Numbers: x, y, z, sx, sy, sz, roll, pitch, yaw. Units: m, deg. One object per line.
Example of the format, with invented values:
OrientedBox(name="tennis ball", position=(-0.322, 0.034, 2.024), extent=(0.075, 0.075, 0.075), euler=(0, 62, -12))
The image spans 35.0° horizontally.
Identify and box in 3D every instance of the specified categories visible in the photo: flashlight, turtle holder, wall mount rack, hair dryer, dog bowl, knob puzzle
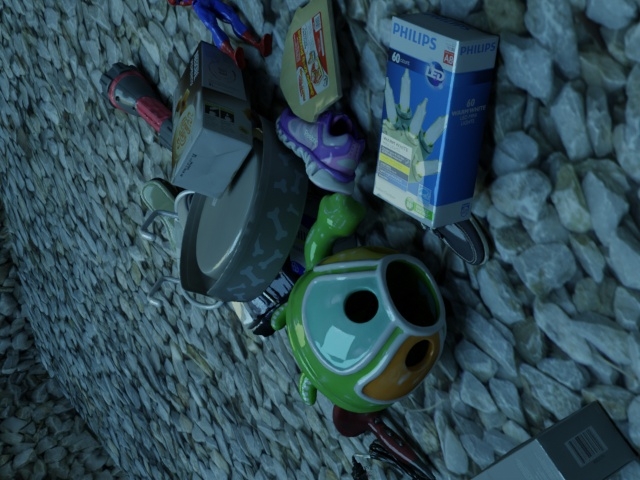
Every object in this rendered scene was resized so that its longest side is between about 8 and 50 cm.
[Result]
OrientedBox(name="flashlight", position=(-0.362, -0.278, 2.167), extent=(0.304, 0.103, 0.103), euler=(41, 140, 40))
OrientedBox(name="turtle holder", position=(0.081, 0.103, 1.622), extent=(0.227, 0.243, 0.320), euler=(-42, 34, 45))
OrientedBox(name="wall mount rack", position=(-0.235, 0.069, 2.204), extent=(0.304, 0.130, 0.350), euler=(13, 132, 13))
OrientedBox(name="hair dryer", position=(0.119, 0.350, 1.896), extent=(0.223, 0.080, 0.293), euler=(-5, 113, 44))
OrientedBox(name="dog bowl", position=(-0.135, -0.050, 1.788), extent=(0.349, 0.102, 0.349), euler=(-46, 33, 44))
OrientedBox(name="knob puzzle", position=(-0.013, -0.281, 1.621), extent=(0.213, 0.030, 0.213), euler=(10, 101, 62))

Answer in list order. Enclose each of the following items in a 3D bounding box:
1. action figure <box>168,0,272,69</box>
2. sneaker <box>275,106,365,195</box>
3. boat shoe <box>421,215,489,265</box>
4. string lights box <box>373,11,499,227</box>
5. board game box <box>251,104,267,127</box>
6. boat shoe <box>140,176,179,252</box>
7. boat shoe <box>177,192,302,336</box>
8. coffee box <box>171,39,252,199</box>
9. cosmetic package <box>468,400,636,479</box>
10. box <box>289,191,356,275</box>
OrientedBox(name="action figure", position=(-0.197, -0.436, 1.781), extent=(0.280, 0.091, 0.139), euler=(44, 152, 32))
OrientedBox(name="sneaker", position=(0.007, -0.170, 1.648), extent=(0.104, 0.095, 0.236), euler=(-64, 35, 21))
OrientedBox(name="boat shoe", position=(0.165, -0.032, 1.502), extent=(0.206, 0.065, 0.075), euler=(50, 148, 26))
OrientedBox(name="string lights box", position=(0.152, -0.164, 1.373), extent=(0.133, 0.076, 0.260), euler=(33, 128, 45))
OrientedBox(name="board game box", position=(-0.160, -0.161, 1.993), extent=(0.145, 0.027, 0.281), euler=(44, 145, 31))
OrientedBox(name="boat shoe", position=(-0.321, -0.045, 2.311), extent=(0.228, 0.081, 0.069), euler=(58, -163, -9))
OrientedBox(name="boat shoe", position=(-0.140, 0.008, 1.986), extent=(0.158, 0.127, 0.340), euler=(-43, 71, 23))
OrientedBox(name="coffee box", position=(-0.193, -0.214, 1.781), extent=(0.141, 0.098, 0.246), euler=(-52, 31, 38))
OrientedBox(name="cosmetic package", position=(0.322, 0.330, 1.453), extent=(0.107, 0.127, 0.238), euler=(55, 152, 17))
OrientedBox(name="box", position=(0.000, 0.000, 1.798), extent=(0.126, 0.072, 0.137), euler=(24, 130, 50))
